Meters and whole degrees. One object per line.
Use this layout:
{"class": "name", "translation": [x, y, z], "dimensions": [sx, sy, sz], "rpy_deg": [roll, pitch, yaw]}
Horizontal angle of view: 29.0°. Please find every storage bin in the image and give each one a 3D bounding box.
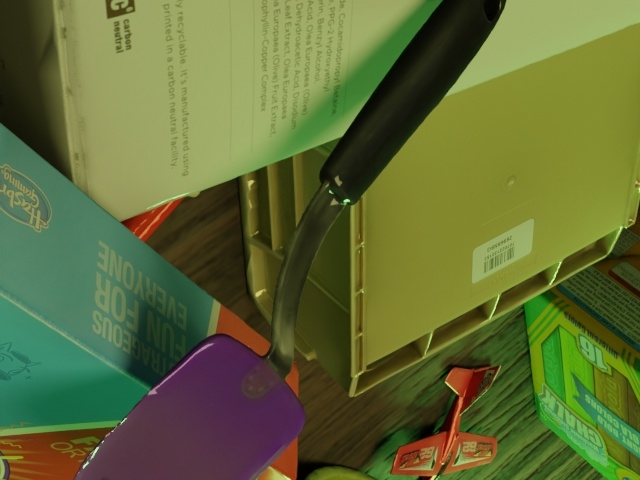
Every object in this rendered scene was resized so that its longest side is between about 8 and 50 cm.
{"class": "storage bin", "translation": [0.087, -0.066, 0.811], "dimensions": [0.262, 0.123, 0.260], "rpy_deg": [-26, 136, -26]}

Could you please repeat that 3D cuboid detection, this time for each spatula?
{"class": "spatula", "translation": [0.000, 0.000, 0.502], "dimensions": [0.296, 0.030, 0.084], "rpy_deg": [-59, 140, -17]}

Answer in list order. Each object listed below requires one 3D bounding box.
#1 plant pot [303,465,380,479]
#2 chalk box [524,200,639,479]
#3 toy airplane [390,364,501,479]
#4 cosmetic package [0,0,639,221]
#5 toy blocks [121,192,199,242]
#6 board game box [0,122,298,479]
{"class": "plant pot", "translation": [0.003, 0.370, 1.004], "dimensions": [0.254, 0.276, 0.276], "rpy_deg": [-46, 142, 16]}
{"class": "chalk box", "translation": [0.312, 0.121, 1.125], "dimensions": [0.179, 0.180, 0.289], "rpy_deg": [-34, 137, -18]}
{"class": "toy airplane", "translation": [0.115, 0.167, 1.097], "dimensions": [0.151, 0.028, 0.151], "rpy_deg": [-26, 136, -28]}
{"class": "cosmetic package", "translation": [0.001, -0.168, 0.591], "dimensions": [0.366, 0.197, 0.155], "rpy_deg": [-21, 134, -28]}
{"class": "toy blocks", "translation": [-0.128, -0.031, 0.691], "dimensions": [0.148, 0.054, 0.123], "rpy_deg": [-53, 141, 5]}
{"class": "board game box", "translation": [-0.203, 0.068, 0.547], "dimensions": [0.317, 0.064, 0.242], "rpy_deg": [-15, 147, 22]}
